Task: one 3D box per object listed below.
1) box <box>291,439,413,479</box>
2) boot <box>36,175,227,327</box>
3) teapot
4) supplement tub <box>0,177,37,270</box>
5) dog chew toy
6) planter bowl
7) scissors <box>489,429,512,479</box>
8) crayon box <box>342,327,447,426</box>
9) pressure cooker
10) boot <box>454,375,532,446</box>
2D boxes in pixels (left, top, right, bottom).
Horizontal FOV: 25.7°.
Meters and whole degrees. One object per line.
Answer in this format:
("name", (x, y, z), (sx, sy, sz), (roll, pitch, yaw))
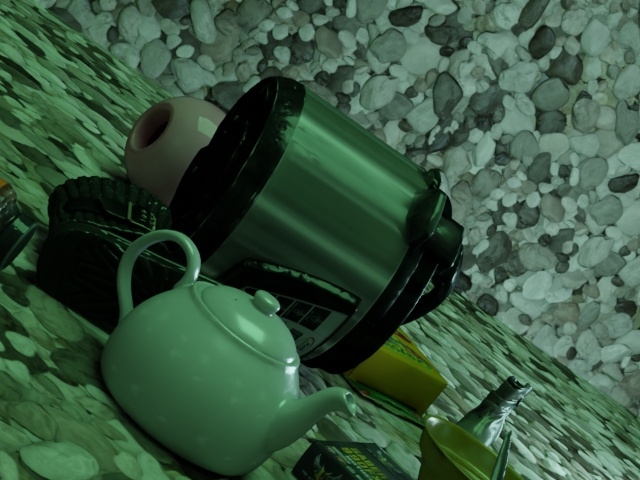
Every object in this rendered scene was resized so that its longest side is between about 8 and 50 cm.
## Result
("box", (0.093, 0.348, 1.767), (0.231, 0.056, 0.183), (43, 12, 26))
("boot", (-0.212, 0.047, 1.850), (0.348, 0.131, 0.260), (35, 10, -13))
("teapot", (-0.119, 0.132, 1.627), (0.256, 0.187, 0.252), (32, 11, -23))
("supplement tub", (-0.425, -0.051, 1.616), (0.198, 0.106, 0.106), (37, 10, -2))
("dog chew toy", (-0.190, -0.106, 2.483), (0.332, 0.206, 0.206), (41, 6, -37))
("planter bowl", (0.189, 0.325, 1.778), (0.217, 0.090, 0.217), (37, 9, -7))
("scissors", (0.190, 0.353, 1.623), (0.109, 0.021, 0.297), (38, 53, 3))
("crayon box", (0.087, 0.185, 2.430), (0.202, 0.081, 0.318), (30, 13, -39))
("pressure cooker", (0.003, -0.005, 2.146), (0.420, 0.375, 0.370), (34, 8, -18))
("boot", (0.280, 0.294, 2.371), (0.083, 0.161, 0.246), (39, 10, 12))
